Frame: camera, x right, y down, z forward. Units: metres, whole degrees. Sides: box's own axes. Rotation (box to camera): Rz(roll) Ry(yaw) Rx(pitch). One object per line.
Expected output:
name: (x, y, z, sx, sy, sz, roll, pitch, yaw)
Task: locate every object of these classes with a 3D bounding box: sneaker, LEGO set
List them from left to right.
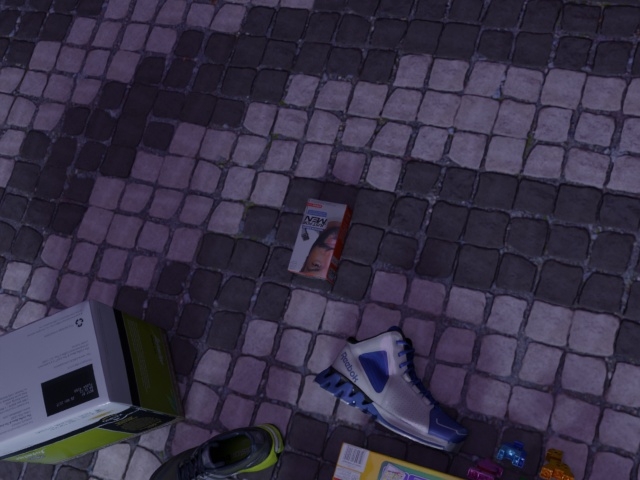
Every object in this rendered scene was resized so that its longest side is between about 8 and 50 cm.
sneaker: (-0.228, 0.445, 1.817, 0.300, 0.121, 0.111, -29, 65, 8)
sneaker: (0.152, 0.270, 1.745, 0.316, 0.127, 0.182, 25, 84, 26)
LEGO set: (0.396, 0.419, 1.640, 0.227, 0.093, 0.087, 19, 108, 16)

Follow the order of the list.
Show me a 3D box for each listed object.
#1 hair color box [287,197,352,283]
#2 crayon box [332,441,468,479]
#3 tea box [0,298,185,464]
hair color box: (0.000, 0.000, 1.930, 0.093, 0.053, 0.167, 10, 77, 21)
crayon box: (0.153, 0.500, 1.691, 0.279, 0.081, 0.165, 13, 77, 22)
tea box: (-0.509, 0.304, 1.849, 0.329, 0.323, 0.219, -21, 67, 10)
